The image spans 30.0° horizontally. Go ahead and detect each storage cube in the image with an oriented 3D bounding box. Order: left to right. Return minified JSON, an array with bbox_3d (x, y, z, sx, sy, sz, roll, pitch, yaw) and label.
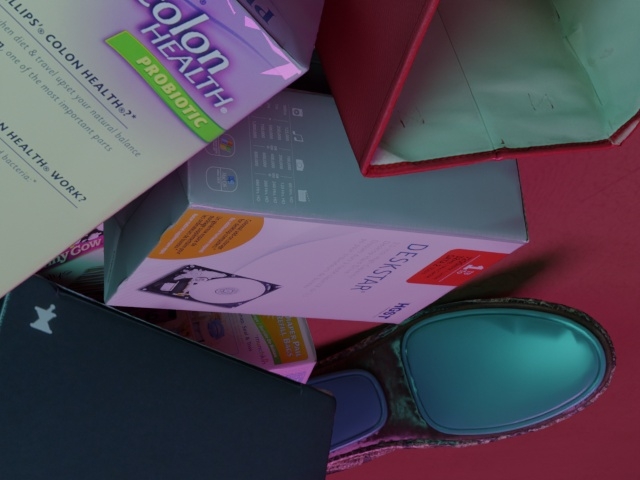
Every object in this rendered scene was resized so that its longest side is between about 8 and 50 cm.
[{"bbox_3d":[0.100,-0.175,0.677,0.183,0.193,0.215,-8,150,-19],"label":"storage cube"}]

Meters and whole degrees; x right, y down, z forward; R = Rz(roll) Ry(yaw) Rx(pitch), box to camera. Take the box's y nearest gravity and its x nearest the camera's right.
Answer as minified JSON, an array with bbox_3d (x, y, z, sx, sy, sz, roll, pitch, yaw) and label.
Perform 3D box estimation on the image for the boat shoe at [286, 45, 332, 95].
[{"bbox_3d":[-0.061,-0.139,0.786,0.319,0.116,0.099,17,93,-39],"label":"boat shoe"}]

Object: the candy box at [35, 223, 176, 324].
[{"bbox_3d":[-0.203,0.004,0.951,0.159,0.071,0.233,-13,152,-9],"label":"candy box"}]

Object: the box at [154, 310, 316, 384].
[{"bbox_3d":[-0.120,0.114,1.168,0.203,0.103,0.114,-8,151,-18],"label":"box"}]

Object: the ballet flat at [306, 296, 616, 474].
[{"bbox_3d":[0.097,0.173,1.392,0.482,0.164,0.182,-17,175,10],"label":"ballet flat"}]

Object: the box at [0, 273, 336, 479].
[{"bbox_3d":[-0.222,0.229,1.007,0.293,0.212,0.395,25,145,-25],"label":"box"}]

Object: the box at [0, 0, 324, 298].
[{"bbox_3d":[-0.158,-0.120,0.603,0.243,0.117,0.213,-33,116,27],"label":"box"}]

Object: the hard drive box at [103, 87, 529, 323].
[{"bbox_3d":[-0.010,-0.018,0.800,0.232,0.089,0.181,5,157,-24],"label":"hard drive box"}]
